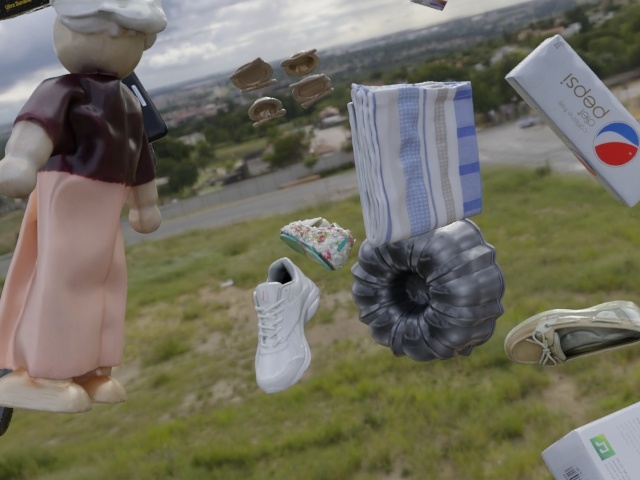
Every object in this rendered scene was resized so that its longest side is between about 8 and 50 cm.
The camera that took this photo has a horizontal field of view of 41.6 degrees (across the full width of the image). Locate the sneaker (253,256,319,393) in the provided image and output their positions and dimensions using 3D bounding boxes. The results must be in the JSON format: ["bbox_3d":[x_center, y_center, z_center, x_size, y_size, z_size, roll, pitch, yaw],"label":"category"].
[{"bbox_3d":[-0.070,0.122,1.273,0.090,0.115,0.232,-16,40,21],"label":"sneaker"}]

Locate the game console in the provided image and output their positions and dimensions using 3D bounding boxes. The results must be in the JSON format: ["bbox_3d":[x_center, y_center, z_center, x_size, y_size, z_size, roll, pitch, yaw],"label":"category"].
[{"bbox_3d":[-0.276,-0.159,1.086,0.107,0.122,0.071,-31,1,-32],"label":"game console"}]

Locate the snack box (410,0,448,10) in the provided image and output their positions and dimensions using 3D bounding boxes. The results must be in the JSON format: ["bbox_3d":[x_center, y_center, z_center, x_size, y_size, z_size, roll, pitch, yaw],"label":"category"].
[{"bbox_3d":[0.132,-0.419,1.323,0.064,0.022,0.178,4,40,-33],"label":"snack box"}]

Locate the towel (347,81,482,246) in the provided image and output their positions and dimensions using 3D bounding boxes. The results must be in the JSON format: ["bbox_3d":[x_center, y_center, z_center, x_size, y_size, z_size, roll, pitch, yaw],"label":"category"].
[{"bbox_3d":[0.141,-0.114,1.152,0.034,0.209,0.285,-2,9,40],"label":"towel"}]

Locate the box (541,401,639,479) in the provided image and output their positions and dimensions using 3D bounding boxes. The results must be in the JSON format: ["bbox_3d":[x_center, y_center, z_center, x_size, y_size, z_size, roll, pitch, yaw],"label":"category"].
[{"bbox_3d":[0.385,0.255,0.814,0.322,0.232,0.058,-9,-29,-37],"label":"box"}]

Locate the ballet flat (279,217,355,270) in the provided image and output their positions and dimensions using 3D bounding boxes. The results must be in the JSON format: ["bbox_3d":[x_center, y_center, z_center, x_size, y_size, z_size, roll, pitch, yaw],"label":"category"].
[{"bbox_3d":[0.000,0.000,1.483,0.077,0.091,0.241,-49,23,-7],"label":"ballet flat"}]

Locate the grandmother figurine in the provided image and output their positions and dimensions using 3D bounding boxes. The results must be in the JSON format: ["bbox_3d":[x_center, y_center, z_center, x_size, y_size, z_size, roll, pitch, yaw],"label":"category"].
[{"bbox_3d":[-0.183,-0.048,0.642,0.104,0.342,0.208,6,-3,4],"label":"grandmother figurine"}]

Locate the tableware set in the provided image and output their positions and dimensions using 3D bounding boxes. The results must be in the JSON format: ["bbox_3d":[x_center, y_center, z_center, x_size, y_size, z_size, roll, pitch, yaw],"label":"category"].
[{"bbox_3d":[-0.056,-0.237,1.289,0.141,0.020,0.168,-21,-24,3],"label":"tableware set"}]

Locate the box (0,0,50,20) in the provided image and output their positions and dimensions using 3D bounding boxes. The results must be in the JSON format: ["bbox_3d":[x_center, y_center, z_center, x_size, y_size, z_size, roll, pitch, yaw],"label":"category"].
[{"bbox_3d":[-0.321,-0.438,1.044,0.322,0.257,0.079,-8,21,25],"label":"box"}]

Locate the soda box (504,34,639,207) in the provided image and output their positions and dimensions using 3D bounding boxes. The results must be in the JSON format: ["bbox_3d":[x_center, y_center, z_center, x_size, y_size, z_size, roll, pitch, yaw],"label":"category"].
[{"bbox_3d":[0.325,-0.144,1.020,0.074,0.216,0.069,-43,4,9],"label":"soda box"}]

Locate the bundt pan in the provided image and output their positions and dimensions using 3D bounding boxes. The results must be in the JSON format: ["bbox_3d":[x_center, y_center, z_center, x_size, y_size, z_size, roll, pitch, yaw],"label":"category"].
[{"bbox_3d":[0.194,0.099,1.688,0.331,0.330,0.124,-5,9,38],"label":"bundt pan"}]

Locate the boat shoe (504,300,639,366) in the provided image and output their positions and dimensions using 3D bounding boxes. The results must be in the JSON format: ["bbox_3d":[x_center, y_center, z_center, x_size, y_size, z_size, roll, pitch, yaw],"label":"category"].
[{"bbox_3d":[0.275,0.107,0.914,0.153,0.056,0.048,-13,22,17],"label":"boat shoe"}]

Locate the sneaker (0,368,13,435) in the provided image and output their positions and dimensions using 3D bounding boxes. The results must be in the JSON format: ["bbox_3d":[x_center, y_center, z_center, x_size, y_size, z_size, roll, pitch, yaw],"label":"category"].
[{"bbox_3d":[-0.529,0.245,1.337,0.089,0.170,0.051,12,-15,8],"label":"sneaker"}]

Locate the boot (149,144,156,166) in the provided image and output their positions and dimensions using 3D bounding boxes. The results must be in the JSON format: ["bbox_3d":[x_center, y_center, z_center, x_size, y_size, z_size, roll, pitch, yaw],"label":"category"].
[{"bbox_3d":[-0.391,-0.206,1.690,0.077,0.198,0.137,-37,-4,-5],"label":"boot"}]
